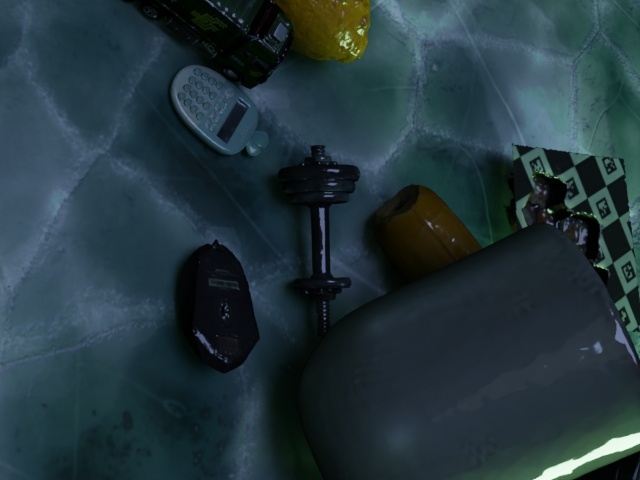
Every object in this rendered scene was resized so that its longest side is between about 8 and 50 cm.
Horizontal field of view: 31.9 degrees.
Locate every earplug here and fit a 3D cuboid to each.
[{"bbox_3d":[0.173,0.195,1.398,0.394,0.312,0.313,-25,97,-4],"label":"earplug"}]

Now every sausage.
[{"bbox_3d":[0.213,0.076,1.609,0.116,0.134,0.354,-45,108,-15],"label":"sausage"}]

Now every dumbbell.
[{"bbox_3d":[0.000,0.000,1.483,0.110,0.110,0.255,1,87,-37],"label":"dumbbell"}]

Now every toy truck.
[{"bbox_3d":[-0.149,-0.304,1.403,0.259,0.121,0.088,36,62,-20],"label":"toy truck"}]

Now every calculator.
[{"bbox_3d":[-0.131,-0.165,1.460,0.153,0.021,0.095,41,59,-24],"label":"calculator"}]

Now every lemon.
[{"bbox_3d":[-0.002,-0.319,1.517,0.187,0.142,0.142,49,56,-22],"label":"lemon"}]

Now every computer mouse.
[{"bbox_3d":[-0.131,0.085,1.391,0.099,0.057,0.172,10,63,-34],"label":"computer mouse"}]

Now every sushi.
[{"bbox_3d":[0.397,0.001,1.809,0.292,0.059,0.294,5,77,-36],"label":"sushi"}]

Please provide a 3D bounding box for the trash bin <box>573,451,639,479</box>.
[{"bbox_3d":[0.377,0.357,1.568,0.202,0.301,0.252,11,77,-36],"label":"trash bin"}]
